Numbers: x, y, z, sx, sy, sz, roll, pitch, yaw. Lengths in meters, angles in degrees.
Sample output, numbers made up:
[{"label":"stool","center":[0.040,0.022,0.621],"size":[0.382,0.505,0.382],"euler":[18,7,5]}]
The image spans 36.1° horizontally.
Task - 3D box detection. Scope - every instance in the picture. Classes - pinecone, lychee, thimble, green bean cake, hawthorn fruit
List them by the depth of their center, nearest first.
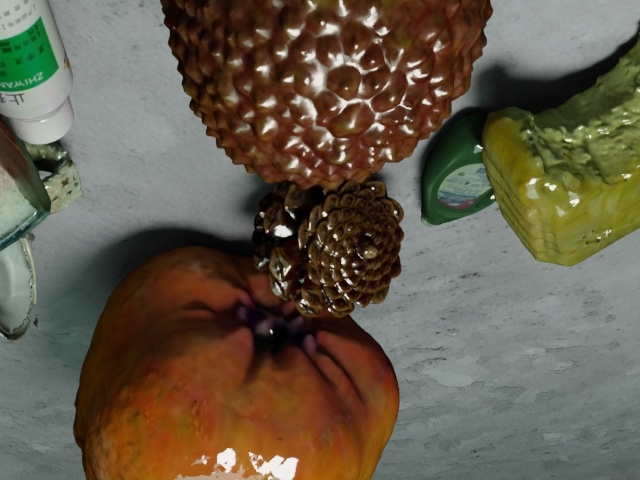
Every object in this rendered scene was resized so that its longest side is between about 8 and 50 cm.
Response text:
[{"label":"lychee","center":[0.001,-0.193,0.807],"size":[0.276,0.304,0.276],"euler":[7,180,0]},{"label":"green bean cake","center":[0.312,-0.095,1.100],"size":[0.236,0.124,0.233],"euler":[-30,147,0]},{"label":"thimble","center":[-0.337,-0.072,1.153],"size":[0.110,0.084,0.062],"euler":[2,149,0]},{"label":"pinecone","center":[0.000,0.000,1.237],"size":[0.208,0.207,0.207],"euler":[-3,150,-2]},{"label":"hawthorn fruit","center":[-0.141,0.242,1.367],"size":[0.472,0.471,0.471],"euler":[-3,150,-2]}]

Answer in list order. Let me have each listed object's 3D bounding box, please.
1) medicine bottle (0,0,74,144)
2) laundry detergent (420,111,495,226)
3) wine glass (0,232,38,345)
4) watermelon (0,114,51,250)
[{"label":"medicine bottle","center":[-0.297,-0.195,0.942],"size":[0.095,0.095,0.260],"euler":[-4,150,0]},{"label":"laundry detergent","center":[0.190,-0.077,1.242],"size":[0.137,0.063,0.211],"euler":[0,150,-21]},{"label":"wine glass","center":[-0.557,0.067,1.267],"size":[0.357,0.190,0.190],"euler":[-10,149,7]},{"label":"watermelon","center":[-0.375,-0.104,0.968],"size":[0.251,0.283,0.292],"euler":[14,124,-10]}]
